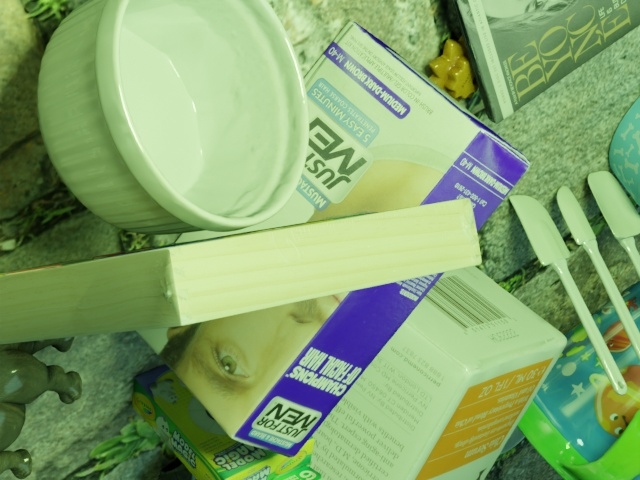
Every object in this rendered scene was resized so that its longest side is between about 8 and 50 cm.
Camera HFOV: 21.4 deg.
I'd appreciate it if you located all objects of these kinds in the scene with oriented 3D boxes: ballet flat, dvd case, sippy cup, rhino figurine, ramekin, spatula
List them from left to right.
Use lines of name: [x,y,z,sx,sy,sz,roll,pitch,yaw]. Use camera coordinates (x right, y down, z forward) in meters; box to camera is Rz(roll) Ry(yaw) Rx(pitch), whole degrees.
rhino figurine: [-0.298,0.174,1.453,0.106,0.073,0.243,7,122,-54]
ramekin: [-0.115,-0.101,1.260,0.109,0.207,0.207,-13,166,37]
ballet flat: [-0.121,0.198,1.699,0.049,0.057,0.173,41,93,-15]
dvd case: [0.228,-0.228,1.581,0.221,0.018,0.164,-34,134,-12]
spatula: [0.315,0.042,1.837,0.168,0.242,0.019,-13,161,-41]
sippy cup: [0.364,0.172,1.981,0.224,0.305,0.240,-46,132,12]

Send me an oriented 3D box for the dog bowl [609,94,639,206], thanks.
dog bowl: [0.434,-0.160,1.883,0.297,0.074,0.166,-53,145,9]

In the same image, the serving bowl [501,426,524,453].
serving bowl: [0.229,0.226,2.099,0.083,0.027,0.083,-27,141,-25]

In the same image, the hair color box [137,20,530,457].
hair color box: [0.000,0.000,1.490,0.339,0.185,0.110,-52,145,9]

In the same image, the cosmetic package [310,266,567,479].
cosmetic package: [0.048,0.253,1.786,0.230,0.161,0.453,-11,134,-56]

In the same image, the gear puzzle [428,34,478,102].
gear puzzle: [0.234,-0.230,1.625,0.339,0.044,0.175,-34,144,-17]

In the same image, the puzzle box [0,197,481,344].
puzzle box: [-0.119,0.030,1.261,0.272,0.409,0.052,-11,92,-41]

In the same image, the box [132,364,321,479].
box: [-0.086,0.177,1.583,0.105,0.179,0.043,-22,139,-32]
